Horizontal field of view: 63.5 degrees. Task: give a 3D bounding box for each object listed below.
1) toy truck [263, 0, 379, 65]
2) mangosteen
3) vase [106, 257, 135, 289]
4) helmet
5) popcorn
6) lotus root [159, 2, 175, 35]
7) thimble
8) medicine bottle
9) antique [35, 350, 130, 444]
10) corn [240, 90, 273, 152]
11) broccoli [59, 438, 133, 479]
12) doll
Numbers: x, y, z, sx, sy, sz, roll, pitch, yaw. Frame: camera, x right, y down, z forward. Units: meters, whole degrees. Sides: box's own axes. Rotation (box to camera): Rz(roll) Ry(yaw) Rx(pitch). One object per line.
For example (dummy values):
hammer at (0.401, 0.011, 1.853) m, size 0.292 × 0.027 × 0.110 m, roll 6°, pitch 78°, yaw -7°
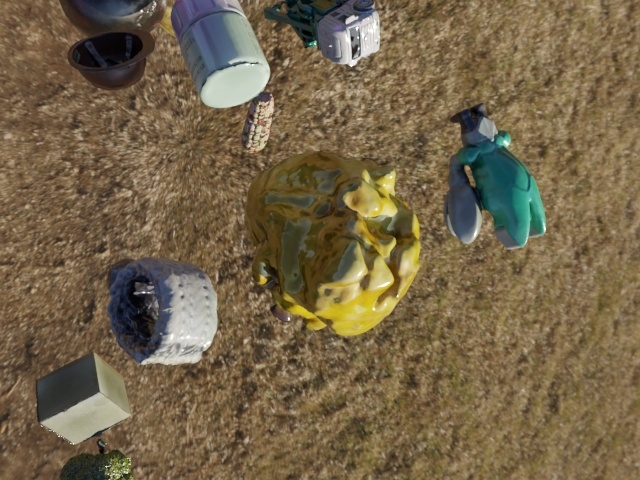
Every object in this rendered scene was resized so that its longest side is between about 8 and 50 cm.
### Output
toy truck at (0.009, -0.652, 1.533) m, size 0.178 × 0.363 × 0.177 m, roll -40°, pitch 148°, yaw -20°
mangosteen at (-0.418, -0.507, 0.996) m, size 0.211 × 0.211 × 0.250 m, roll -35°, pitch 94°, yaw -6°
vase at (-0.535, 0.118, 1.544) m, size 0.182 × 0.120 × 0.120 m, roll 10°, pitch 98°, yaw -31°
helmet at (-0.267, -0.230, 0.685) m, size 0.111 × 0.089 × 0.057 m, roll -12°, pitch 142°, yaw -7°
popcorn at (0.000, -0.003, 0.585) m, size 0.190 × 0.253 × 0.192 m, roll 32°, pitch 68°, yaw -18°
lotus root at (-0.365, -0.550, 1.301) m, size 0.151 × 0.072 × 0.063 m, roll 26°, pitch 84°, yaw -53°
thimble at (-0.354, 0.157, 1.158) m, size 0.217 × 0.246 × 0.157 m, roll -44°, pitch 150°, yaw 23°
medicine bottle at (-0.175, -0.334, 0.896) m, size 0.135 × 0.135 × 0.169 m, roll -22°, pitch 79°, yaw -9°
antique at (-0.555, 0.364, 1.209) m, size 0.151 × 0.148 × 0.147 m, roll -26°, pitch 139°, yaw -7°
corn at (-0.205, -0.377, 1.661) m, size 0.092 × 0.280 × 0.092 m, roll 5°, pitch 67°, yaw -11°
broccoli at (-0.366, 0.405, 0.847) m, size 0.131 × 0.120 × 0.130 m, roll 44°, pitch 82°, yaw -6°
doll at (0.322, -0.112, 0.955) m, size 0.194 × 0.153 × 0.259 m, roll 2°, pitch 83°, yaw -17°
